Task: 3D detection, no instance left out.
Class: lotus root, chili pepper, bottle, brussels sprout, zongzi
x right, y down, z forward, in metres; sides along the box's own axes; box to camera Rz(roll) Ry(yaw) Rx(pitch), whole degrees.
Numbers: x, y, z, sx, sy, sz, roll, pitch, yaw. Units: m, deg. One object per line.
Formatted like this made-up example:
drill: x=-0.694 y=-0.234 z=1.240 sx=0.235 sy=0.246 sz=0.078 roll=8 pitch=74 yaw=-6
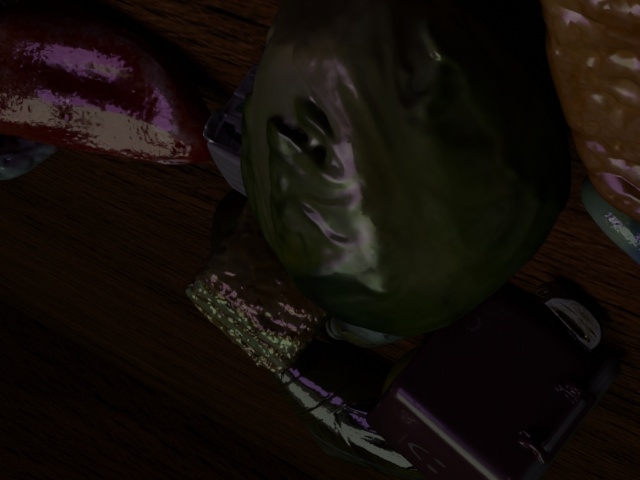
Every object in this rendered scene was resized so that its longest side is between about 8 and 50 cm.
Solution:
lotus root: x=0.231 y=0.065 z=1.227 sx=0.083 sy=0.030 sz=0.037 roll=46 pitch=-168 yaw=-28
chili pepper: x=-0.206 y=-0.153 z=1.304 sx=0.252 sy=0.144 sz=0.136 roll=15 pitch=166 yaw=11
bottle: x=0.053 y=0.085 z=1.541 sx=0.083 sy=0.083 sz=0.269 roll=35 pitch=166 yaw=-3
brussels sprout: x=0.050 y=-0.063 z=0.901 sx=0.219 sy=0.210 sz=0.271 roll=49 pitch=169 yaw=48
zongzi: x=0.049 y=0.212 z=1.837 sx=0.286 sy=0.138 sz=0.300 roll=11 pitch=151 yaw=49

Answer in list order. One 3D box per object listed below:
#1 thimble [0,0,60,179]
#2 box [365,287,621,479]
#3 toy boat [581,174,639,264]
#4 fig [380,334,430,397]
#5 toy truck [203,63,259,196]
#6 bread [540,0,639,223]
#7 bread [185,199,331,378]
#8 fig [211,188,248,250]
thimble: x=-0.369 y=-0.172 z=1.434 sx=0.149 sy=0.185 sz=0.211 roll=8 pitch=134 yaw=56
box: x=0.164 y=0.164 z=1.387 sx=0.167 sy=0.193 sz=0.294 roll=41 pitch=165 yaw=6
toy boat: x=0.305 y=0.035 z=0.832 sx=0.330 sy=0.123 sz=0.215 roll=32 pitch=163 yaw=10
fig: x=0.142 y=0.190 z=1.601 sx=0.136 sy=0.121 sz=0.153 roll=-1 pitch=145 yaw=-11
toy truck: x=0.021 y=-0.051 z=1.128 sx=0.242 sy=0.125 sz=0.101 roll=27 pitch=164 yaw=26
bread: x=0.244 y=-0.094 z=0.535 sx=0.337 sy=0.148 sz=0.328 roll=25 pitch=158 yaw=35
bread: x=-0.025 y=0.014 z=1.284 sx=0.138 sy=0.196 sz=0.102 roll=35 pitch=162 yaw=13
fig: x=0.000 y=0.000 z=1.410 sx=0.236 sy=0.124 sz=0.124 roll=3 pitch=155 yaw=15
